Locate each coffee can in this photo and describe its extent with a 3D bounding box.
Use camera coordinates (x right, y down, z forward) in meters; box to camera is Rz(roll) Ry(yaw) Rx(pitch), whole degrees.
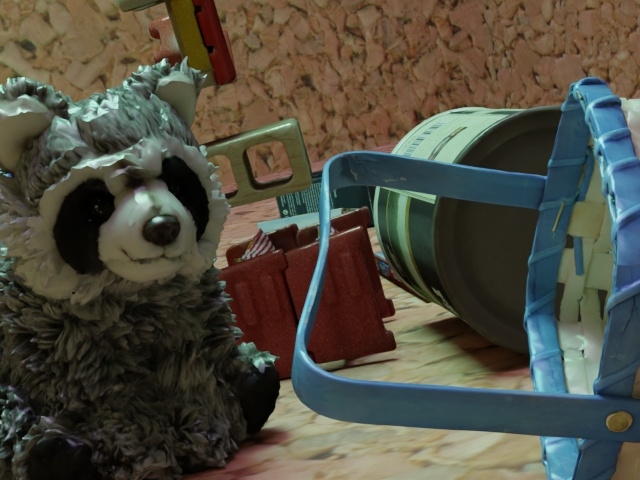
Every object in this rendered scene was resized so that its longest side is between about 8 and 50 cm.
[{"bbox_3d":[0.169,-0.018,1.276,0.201,0.202,0.275,-12,7,-7],"label":"coffee can"}]

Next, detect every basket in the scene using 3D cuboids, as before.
[{"bbox_3d":[0.135,0.030,0.793,0.288,0.201,0.255,10,31,0],"label":"basket"}]

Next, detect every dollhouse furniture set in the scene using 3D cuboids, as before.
[{"bbox_3d":[-0.049,-0.069,1.349,0.152,0.374,0.201,-15,8,5],"label":"dollhouse furniture set"}]

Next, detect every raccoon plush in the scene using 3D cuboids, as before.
[{"bbox_3d":[-0.225,0.029,1.120,0.446,0.299,0.216,-5,10,43],"label":"raccoon plush"}]

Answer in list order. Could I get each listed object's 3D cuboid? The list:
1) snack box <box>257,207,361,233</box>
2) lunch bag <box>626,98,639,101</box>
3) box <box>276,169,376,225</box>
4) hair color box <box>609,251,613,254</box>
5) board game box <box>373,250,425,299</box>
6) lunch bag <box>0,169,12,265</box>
[{"bbox_3d":[-0.014,-0.023,2.232,0.141,0.037,0.100,-9,-3,19],"label":"snack box"},{"bbox_3d":[0.554,-0.163,2.160,0.293,0.120,0.258,-17,10,-42],"label":"lunch bag"},{"bbox_3d":[0.028,-0.069,2.348,0.158,0.093,0.156,-10,7,20],"label":"box"},{"bbox_3d":[0.397,0.012,1.035,0.374,0.114,0.185,-18,10,-41],"label":"hair color box"},{"bbox_3d":[0.156,0.025,1.662,0.145,0.027,0.281,-13,7,-7],"label":"board game box"},{"bbox_3d":[-0.478,0.044,1.692,0.327,0.239,0.385,-15,15,-13],"label":"lunch bag"}]
